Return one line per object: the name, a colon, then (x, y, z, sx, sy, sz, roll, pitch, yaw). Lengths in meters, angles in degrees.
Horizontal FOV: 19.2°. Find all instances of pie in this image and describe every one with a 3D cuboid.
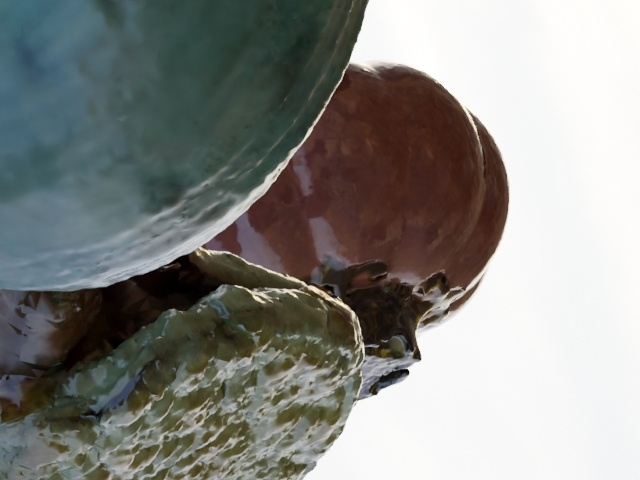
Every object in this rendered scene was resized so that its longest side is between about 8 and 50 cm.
pie: (-0.103, 0.102, 0.933, 0.257, 0.274, 0.105, 16, -141, -42)

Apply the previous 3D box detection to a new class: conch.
conch: (-0.072, -0.057, 0.629, 0.202, 0.196, 0.134, -113, 12, -81)

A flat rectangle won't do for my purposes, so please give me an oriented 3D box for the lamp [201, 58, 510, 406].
lamp: (0.000, 0.000, 1.444, 0.305, 0.305, 0.239, 34, -144, -57)
